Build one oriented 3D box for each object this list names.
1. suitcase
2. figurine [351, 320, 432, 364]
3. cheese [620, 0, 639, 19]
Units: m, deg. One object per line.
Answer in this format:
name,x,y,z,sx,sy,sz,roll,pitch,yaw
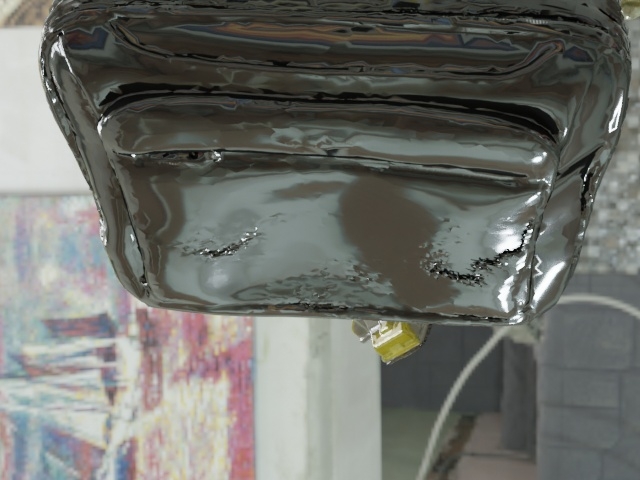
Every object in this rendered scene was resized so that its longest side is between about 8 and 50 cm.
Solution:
suitcase,0.012,-0.088,0.705,0.345,0.188,0.339,4,145,5
figurine,0.001,-0.002,1.178,0.143,0.308,0.308,-50,-152,-20
cheese,0.280,-0.357,1.050,0.127,0.266,0.233,-24,-149,-11
